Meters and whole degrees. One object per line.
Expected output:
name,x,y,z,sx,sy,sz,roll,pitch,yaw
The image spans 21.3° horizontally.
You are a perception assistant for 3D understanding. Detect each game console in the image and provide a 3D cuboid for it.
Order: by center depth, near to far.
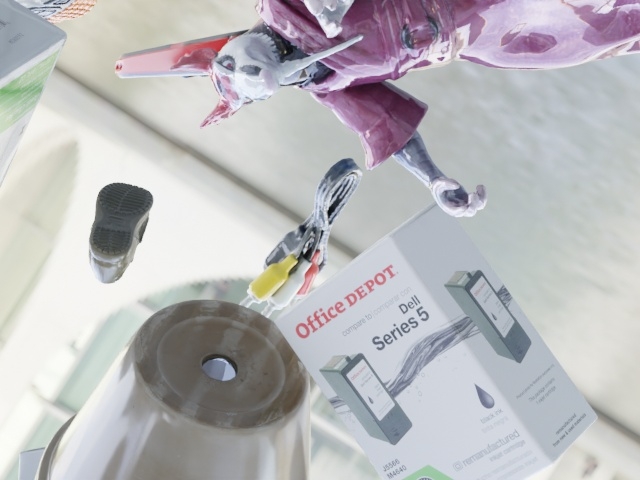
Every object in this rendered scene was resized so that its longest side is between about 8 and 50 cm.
game console,-0.028,-0.251,2.237,0.386,0.060,0.342,-11,-175,-37

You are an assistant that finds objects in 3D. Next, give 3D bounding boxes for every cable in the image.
cable,0.000,0.000,2.388,0.139,0.287,0.072,-5,-125,-46

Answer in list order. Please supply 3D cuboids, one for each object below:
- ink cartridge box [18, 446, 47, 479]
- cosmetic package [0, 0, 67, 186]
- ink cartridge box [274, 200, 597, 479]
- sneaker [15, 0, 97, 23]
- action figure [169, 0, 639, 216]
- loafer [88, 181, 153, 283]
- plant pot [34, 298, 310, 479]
ink cartridge box,-0.327,0.340,2.117,0.150,0.063,0.109,74,-172,-50
cosmetic package,-0.449,-0.096,1.914,0.155,0.365,0.197,30,-150,3
ink cartridge box,0.112,0.128,1.713,0.273,0.198,0.115,54,-140,2
sneaker,-0.387,-0.328,2.129,0.262,0.121,0.099,-5,178,36
action figure,0.067,-0.183,1.217,0.248,0.370,0.275,76,178,-49
loafer,-0.200,-0.009,1.653,0.056,0.050,0.148,18,-150,0
plant pot,-0.139,0.226,1.831,0.323,0.280,0.323,10,-139,-9
